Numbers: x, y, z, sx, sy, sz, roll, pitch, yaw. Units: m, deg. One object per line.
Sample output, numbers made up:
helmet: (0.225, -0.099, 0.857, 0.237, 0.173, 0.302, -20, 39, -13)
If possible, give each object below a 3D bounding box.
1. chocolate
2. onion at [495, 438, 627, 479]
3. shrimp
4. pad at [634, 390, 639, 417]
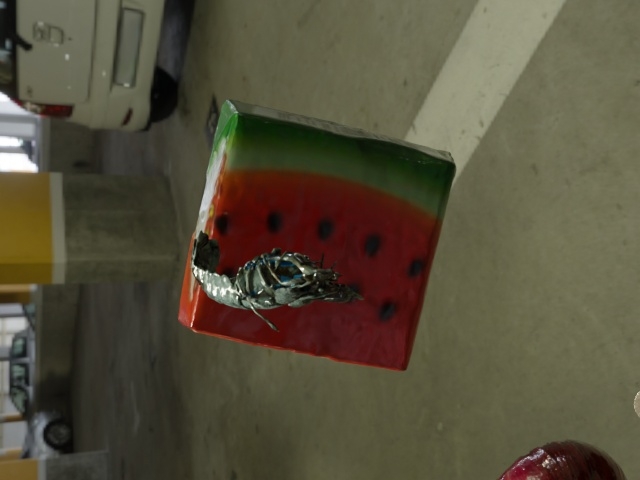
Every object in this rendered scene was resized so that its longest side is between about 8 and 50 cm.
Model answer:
chocolate: (0.000, 0.000, 1.005, 0.161, 0.360, 0.341, -134, 57, -82)
onion: (0.341, 0.405, 1.027, 0.161, 0.248, 0.248, -82, 4, -64)
shrimp: (-0.048, 0.040, 0.641, 0.174, 0.082, 0.076, 9, 81, 33)
pad: (0.576, 0.210, 0.956, 0.176, 0.002, 0.266, 50, 121, 22)
